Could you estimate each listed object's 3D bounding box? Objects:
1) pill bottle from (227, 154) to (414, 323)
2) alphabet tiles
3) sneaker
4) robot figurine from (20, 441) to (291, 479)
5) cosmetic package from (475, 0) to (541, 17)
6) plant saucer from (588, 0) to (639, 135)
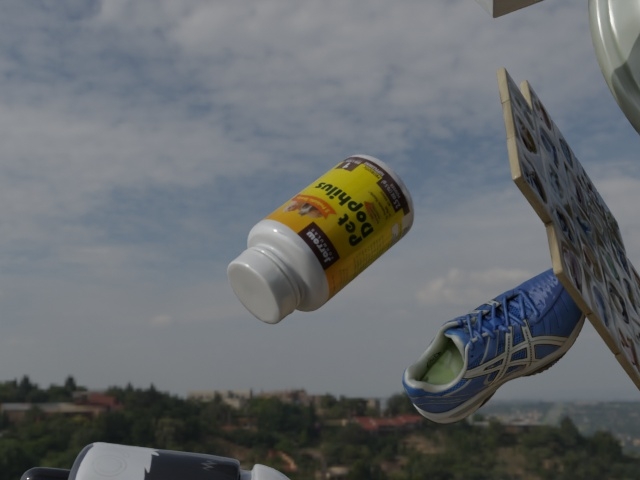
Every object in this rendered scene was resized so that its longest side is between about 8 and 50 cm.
[{"bbox_3d":[0.000,0.000,0.986,0.215,0.117,0.117,-39,11,-30],"label":"pill bottle"},{"bbox_3d":[0.260,0.003,0.835,0.011,0.285,0.342,-26,-56,26],"label":"alphabet tiles"},{"bbox_3d":[0.169,0.098,0.837,0.211,0.080,0.081,-43,-40,7],"label":"sneaker"},{"bbox_3d":[-0.143,0.279,0.783,0.278,0.209,0.173,8,-51,-5],"label":"robot figurine"},{"bbox_3d":[0.154,-0.478,0.941,0.097,0.284,0.377,-23,-43,-11],"label":"cosmetic package"},{"bbox_3d":[0.433,-0.197,0.715,0.400,0.400,0.100,0,-20,-1],"label":"plant saucer"}]
